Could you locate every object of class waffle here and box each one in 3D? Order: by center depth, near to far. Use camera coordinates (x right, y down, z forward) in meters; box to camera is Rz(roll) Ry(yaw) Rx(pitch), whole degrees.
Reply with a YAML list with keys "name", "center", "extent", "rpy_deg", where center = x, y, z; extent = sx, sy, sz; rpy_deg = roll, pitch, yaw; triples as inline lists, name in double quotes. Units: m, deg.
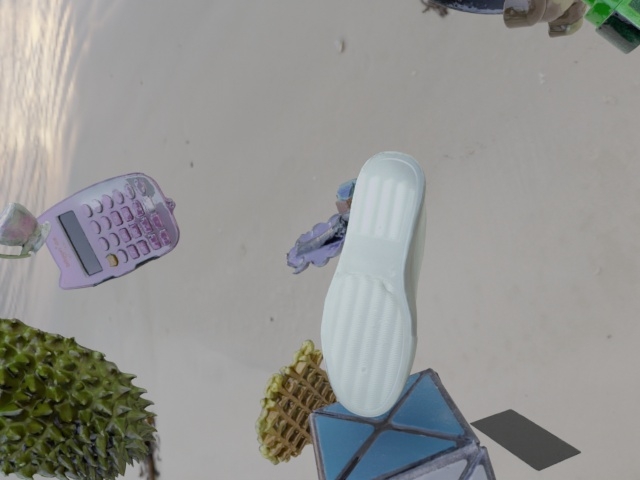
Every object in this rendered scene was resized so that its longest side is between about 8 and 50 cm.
- name: "waffle"
  center: [-0.044, 0.390, 1.349]
  extent: [0.058, 0.281, 0.300]
  rpy_deg: [20, 134, 36]

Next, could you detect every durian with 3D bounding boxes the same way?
- name: "durian"
  center: [-0.352, 0.193, 0.676]
  extent: [0.169, 0.355, 0.157]
  rpy_deg: [-20, 42, 50]

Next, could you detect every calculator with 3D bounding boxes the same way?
- name: "calculator"
  center: [-0.429, -0.022, 1.160]
  extent: [0.043, 0.294, 0.194]
  rpy_deg: [-91, -22, -79]

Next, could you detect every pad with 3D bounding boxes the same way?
- name: "pad"
  center: [0.473, 0.459, 1.318]
  extent: [0.211, 0.143, 0.003]
  rpy_deg: [24, 119, 60]

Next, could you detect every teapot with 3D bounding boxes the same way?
- name: "teapot"
  center: [-0.425, -0.007, 0.800]
  extent: [0.064, 0.064, 0.083]
  rpy_deg: [-12, 55, 44]

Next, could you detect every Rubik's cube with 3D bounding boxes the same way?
- name: "Rubik's cube"
  center: [0.142, 0.402, 0.937]
  extent: [0.259, 0.260, 0.255]
  rpy_deg: [-122, 13, -73]

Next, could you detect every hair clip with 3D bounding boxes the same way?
- name: "hair clip"
  center: [-0.001, -0.002, 1.128]
  extent: [0.195, 0.052, 0.124]
  rpy_deg: [-31, 30, 30]

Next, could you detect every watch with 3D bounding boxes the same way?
- name: "watch"
  center: [0.336, -0.548, 1.097]
  extent: [0.327, 0.335, 0.314]
  rpy_deg: [20, 99, 34]

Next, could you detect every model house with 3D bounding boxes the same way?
- name: "model house"
  center: [0.102, -0.076, 1.526]
  extent: [0.119, 0.148, 0.148]
  rpy_deg: [-18, 114, 19]

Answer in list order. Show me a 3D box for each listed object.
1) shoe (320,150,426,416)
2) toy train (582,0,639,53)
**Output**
- name: "shoe"
  center: [0.088, 0.062, 0.830]
  extent: [0.132, 0.160, 0.363]
  rpy_deg: [7, 87, 13]
- name: "toy train"
  center: [0.270, -0.310, 0.584]
  extent: [0.251, 0.085, 0.119]
  rpy_deg: [39, 91, 6]
